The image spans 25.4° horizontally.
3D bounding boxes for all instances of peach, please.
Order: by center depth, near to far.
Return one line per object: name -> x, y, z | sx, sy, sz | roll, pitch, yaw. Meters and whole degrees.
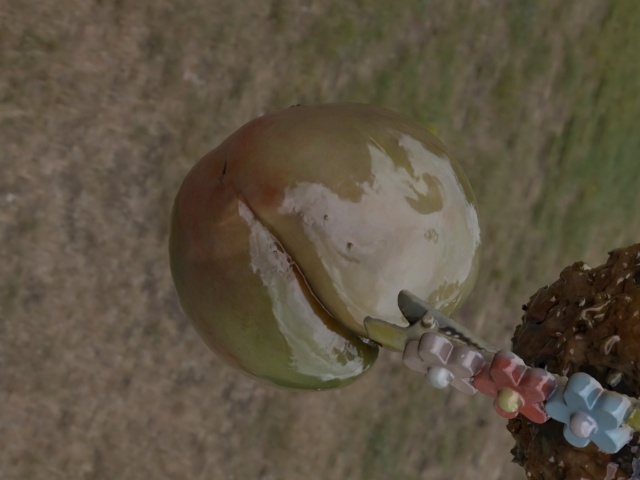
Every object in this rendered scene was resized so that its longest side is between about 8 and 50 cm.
peach -> -0.001, 0.001, 1.294 | 0.292, 0.292, 0.247 | 76, 9, -47

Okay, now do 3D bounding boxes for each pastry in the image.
pastry -> 0.369, 0.182, 1.705 | 0.405, 0.292, 0.337 | 144, -43, -66

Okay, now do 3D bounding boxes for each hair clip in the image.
hair clip -> 0.117, 0.088, 0.904 | 0.056, 0.214, 0.062 | -46, 144, -27
